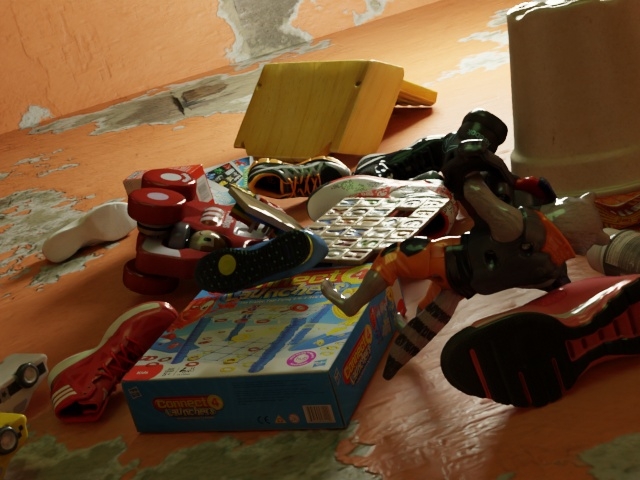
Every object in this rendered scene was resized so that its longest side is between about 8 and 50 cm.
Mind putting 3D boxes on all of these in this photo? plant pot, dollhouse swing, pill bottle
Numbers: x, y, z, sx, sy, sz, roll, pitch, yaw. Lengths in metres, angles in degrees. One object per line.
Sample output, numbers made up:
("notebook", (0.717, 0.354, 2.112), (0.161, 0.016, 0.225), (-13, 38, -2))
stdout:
("plant pot", (0.448, -0.259, 1.760), (0.334, 0.305, 0.334), (-13, 15, 4))
("dollhouse swing", (0.053, -0.268, 2.445), (0.347, 0.305, 0.315), (7, 72, 44))
("pill bottle", (0.429, 0.029, 1.420), (0.078, 0.078, 0.137), (-23, 22, -19))

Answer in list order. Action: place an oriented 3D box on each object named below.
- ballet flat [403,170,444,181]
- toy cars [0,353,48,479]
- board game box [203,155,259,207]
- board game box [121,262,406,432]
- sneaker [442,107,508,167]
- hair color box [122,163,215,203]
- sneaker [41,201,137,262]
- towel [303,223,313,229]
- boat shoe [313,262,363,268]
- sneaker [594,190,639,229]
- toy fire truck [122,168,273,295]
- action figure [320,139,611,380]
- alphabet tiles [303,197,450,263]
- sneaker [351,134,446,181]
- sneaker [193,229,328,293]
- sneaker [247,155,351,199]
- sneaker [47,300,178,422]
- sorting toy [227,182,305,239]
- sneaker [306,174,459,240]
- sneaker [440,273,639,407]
("ballet flat", (0.148, -0.082, 1.956), (0.173, 0.049, 0.057), (-17, 54, 7))
("toy cars", (-0.466, 0.270, 1.436), (0.176, 0.087, 0.393), (-18, 18, -1))
("board game box", (-0.226, -0.087, 2.192), (0.193, 0.053, 0.305), (-15, 21, 2))
("board game box", (-0.069, 0.144, 1.464), (0.308, 0.086, 0.302), (-6, 23, 23))
("sneaker", (0.247, -0.140, 1.843), (0.106, 0.101, 0.267), (-58, -7, -15))
("hair color box", (-0.296, -0.091, 2.054), (0.167, 0.093, 0.053), (-3, 25, 33))
("sneaker", (-0.483, -0.023, 2.195), (0.212, 0.080, 0.094), (-24, 11, -17))
("towel", (0.000, 0.000, 1.855), (0.067, 0.029, 0.119), (-23, 22, -21))
("boat shoe", (0.019, 0.032, 1.691), (0.079, 0.084, 0.233), (-22, 17, 18))
("sneaker", (0.454, -0.041, 1.626), (0.175, 0.064, 0.067), (-7, 0, 11))
("toy fire truck", (-0.208, -0.007, 1.865), (0.254, 0.169, 0.302), (7, 20, -1))
("action figure", (0.219, 0.050, 1.337), (0.330, 0.341, 0.178), (-31, 43, 24))
("alphabet tiles", (0.067, -0.019, 1.645), (0.198, 0.009, 0.237), (2, 25, 32))
("sneaker", (0.162, -0.131, 2.017), (0.217, 0.079, 0.121), (-15, 23, 24))
("sneaker", (-0.086, 0.037, 1.556), (0.209, 0.069, 0.082), (-16, -14, 23))
("sneaker", (-0.045, -0.114, 2.078), (0.215, 0.084, 0.083), (-1, 25, 12))
("sneaker", (-0.289, 0.188, 1.508), (0.221, 0.087, 0.128), (-38, 32, 5))
("sorting toy", (-0.098, -0.033, 1.819), (0.046, 0.132, 0.274), (-60, 25, 7))
("sneaker", (0.099, -0.048, 1.793), (0.270, 0.090, 0.145), (-1, 23, 9))
("sneaker", (0.288, 0.118, 1.297), (0.314, 0.116, 0.136), (-15, 7, -11))
